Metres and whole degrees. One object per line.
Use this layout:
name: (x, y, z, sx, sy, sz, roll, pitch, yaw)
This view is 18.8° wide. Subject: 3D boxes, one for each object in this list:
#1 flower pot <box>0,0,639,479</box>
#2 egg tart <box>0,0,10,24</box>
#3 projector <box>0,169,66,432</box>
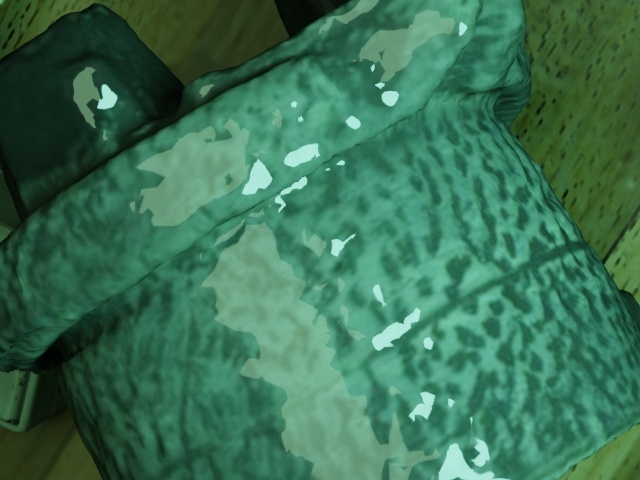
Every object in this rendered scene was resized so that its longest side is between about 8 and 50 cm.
flower pot: (0.000, 0.000, 0.864, 0.299, 0.299, 0.283, -32, 82, 13)
egg tart: (-0.323, -0.192, 1.066, 0.341, 0.132, 0.341, -1, 86, 17)
projector: (-0.195, 0.020, 1.021, 0.147, 0.061, 0.115, 25, 116, 17)
